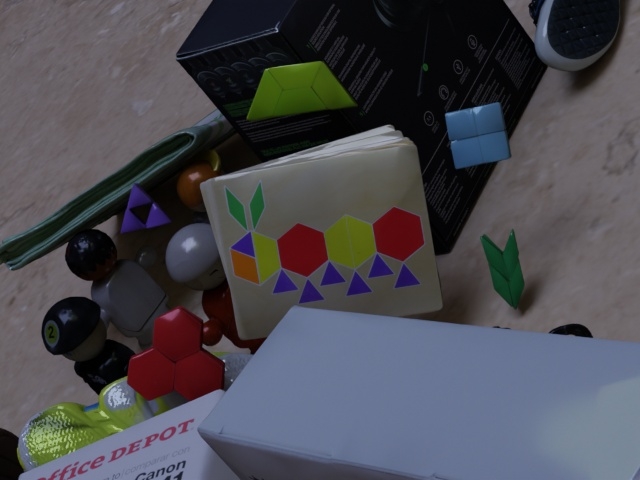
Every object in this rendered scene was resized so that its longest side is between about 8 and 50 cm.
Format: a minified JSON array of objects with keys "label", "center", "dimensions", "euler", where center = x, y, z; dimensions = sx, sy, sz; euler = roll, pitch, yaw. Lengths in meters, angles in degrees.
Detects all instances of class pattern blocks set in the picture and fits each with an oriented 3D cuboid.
[{"label":"pattern blocks set","center":[0.000,0.000,1.548],"dimensions":[0.325,0.285,0.026],"euler":[-1,4,9]}]

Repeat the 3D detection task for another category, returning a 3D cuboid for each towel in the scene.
[{"label":"towel","center":[-0.177,-0.070,1.936],"dimensions":[0.248,0.038,0.325],"euler":[-32,3,18]}]

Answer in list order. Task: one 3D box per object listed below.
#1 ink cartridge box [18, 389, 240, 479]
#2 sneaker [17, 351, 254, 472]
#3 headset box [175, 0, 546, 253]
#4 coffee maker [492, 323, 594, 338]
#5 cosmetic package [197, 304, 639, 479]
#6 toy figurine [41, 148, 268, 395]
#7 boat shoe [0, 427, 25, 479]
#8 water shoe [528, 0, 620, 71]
[{"label":"ink cartridge box","center":[-0.147,0.286,1.429],"dimensions":[0.226,0.131,0.306],"euler":[-24,33,27]},{"label":"sneaker","center":[-0.133,0.163,1.636],"dimensions":[0.240,0.126,0.091],"euler":[-10,65,-5]},{"label":"headset box","center":[0.038,-0.164,1.694],"dimensions":[0.131,0.283,0.246],"euler":[-9,41,44]},{"label":"coffee maker","center":[0.143,0.132,1.308],"dimensions":[0.171,0.120,0.178],"euler":[-41,28,-2]},{"label":"cosmetic package","center":[0.151,0.195,0.930],"dimensions":[0.284,0.377,0.097],"euler":[2,48,51]},{"label":"toy figurine","center":[-0.139,0.041,1.755],"dimensions":[0.213,0.148,0.209],"euler":[-31,29,17]},{"label":"boat shoe","center":[-0.315,0.273,1.695],"dimensions":[0.095,0.095,0.257],"euler":[-34,28,25]},{"label":"water shoe","center":[0.230,-0.209,1.772],"dimensions":[0.080,0.073,0.203],"euler":[-44,14,45]}]
